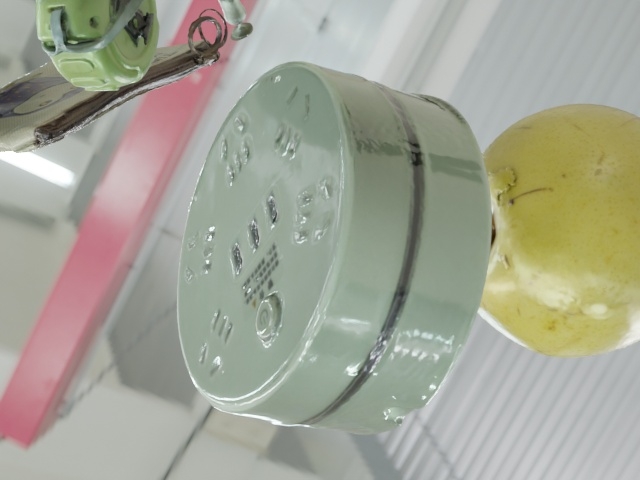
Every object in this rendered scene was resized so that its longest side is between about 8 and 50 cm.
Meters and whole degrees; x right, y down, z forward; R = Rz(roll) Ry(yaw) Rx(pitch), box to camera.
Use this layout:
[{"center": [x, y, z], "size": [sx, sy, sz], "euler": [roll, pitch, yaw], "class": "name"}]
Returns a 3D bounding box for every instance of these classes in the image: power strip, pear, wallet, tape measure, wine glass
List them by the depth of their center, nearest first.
[{"center": [0.000, 0.000, 1.423], "size": [0.161, 0.357, 0.357], "euler": [13, -160, -28], "class": "power strip"}, {"center": [-0.213, -0.224, 1.469], "size": [0.087, 0.177, 0.154], "euler": [3, 146, 21], "class": "tape measure"}, {"center": [-0.298, -0.182, 1.836], "size": [0.275, 0.068, 0.335], "euler": [-5, -157, 44], "class": "wallet"}, {"center": [0.339, -0.014, 1.993], "size": [0.348, 0.348, 0.348], "euler": [26, -166, -7], "class": "pear"}, {"center": [-0.136, -0.355, 2.356], "size": [0.039, 0.042, 0.083], "euler": [48, 169, 41], "class": "wine glass"}]
